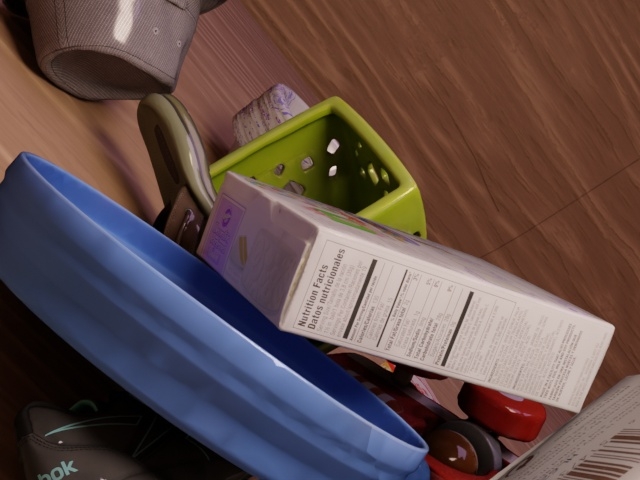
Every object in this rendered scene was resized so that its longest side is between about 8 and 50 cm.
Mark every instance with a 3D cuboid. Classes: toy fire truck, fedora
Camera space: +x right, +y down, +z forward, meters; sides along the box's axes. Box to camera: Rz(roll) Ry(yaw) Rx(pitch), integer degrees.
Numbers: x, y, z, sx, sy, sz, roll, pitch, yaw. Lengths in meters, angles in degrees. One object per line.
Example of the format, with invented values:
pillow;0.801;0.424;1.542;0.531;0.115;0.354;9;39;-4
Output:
toy fire truck;0.091;0.213;1.133;0.302;0.169;0.254;33;17;30
fedora;-0.230;-0.232;1.186;0.275;0.244;0.124;19;66;-73

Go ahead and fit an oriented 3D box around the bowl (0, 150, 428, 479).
bowl;-0.093;0.076;0.816;0.391;0.077;0.391;36;-1;1

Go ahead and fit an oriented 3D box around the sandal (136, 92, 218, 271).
sandal;-0.150;-0.013;1.108;0.086;0.120;0.302;-16;74;-32

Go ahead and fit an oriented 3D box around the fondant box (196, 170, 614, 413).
fondant box;0.075;0.046;0.990;0.330;0.096;0.238;20;6;-27

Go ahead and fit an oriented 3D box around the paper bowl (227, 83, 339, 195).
paper bowl;-0.036;-0.085;1.581;0.284;0.148;0.284;51;13;-16

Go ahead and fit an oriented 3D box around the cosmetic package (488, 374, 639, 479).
cosmetic package;0.288;0.349;0.805;0.393;0.329;0.327;56;-10;6

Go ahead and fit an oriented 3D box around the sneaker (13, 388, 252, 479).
sneaker;-0.121;0.153;0.749;0.106;0.101;0.267;56;12;15

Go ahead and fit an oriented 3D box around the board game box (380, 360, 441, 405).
board game box;0.158;0.277;1.585;0.193;0.045;0.147;59;13;18

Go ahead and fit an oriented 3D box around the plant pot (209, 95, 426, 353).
plant pot;0.000;0.000;1.255;0.227;0.228;0.207;55;-7;46
